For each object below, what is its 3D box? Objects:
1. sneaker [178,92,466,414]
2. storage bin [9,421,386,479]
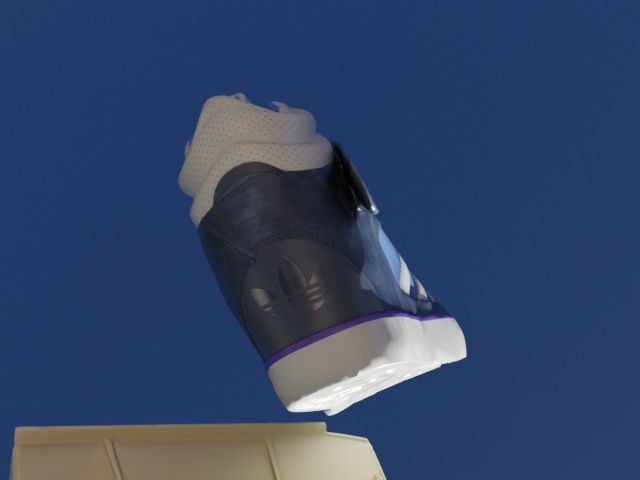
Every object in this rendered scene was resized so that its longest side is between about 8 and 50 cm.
[{"bbox_3d":[-0.001,0.000,0.758,0.130,0.323,0.236,-25,-102,9],"label":"sneaker"},{"bbox_3d":[-0.098,0.267,0.721,0.261,0.262,0.123,3,-149,-21],"label":"storage bin"}]
